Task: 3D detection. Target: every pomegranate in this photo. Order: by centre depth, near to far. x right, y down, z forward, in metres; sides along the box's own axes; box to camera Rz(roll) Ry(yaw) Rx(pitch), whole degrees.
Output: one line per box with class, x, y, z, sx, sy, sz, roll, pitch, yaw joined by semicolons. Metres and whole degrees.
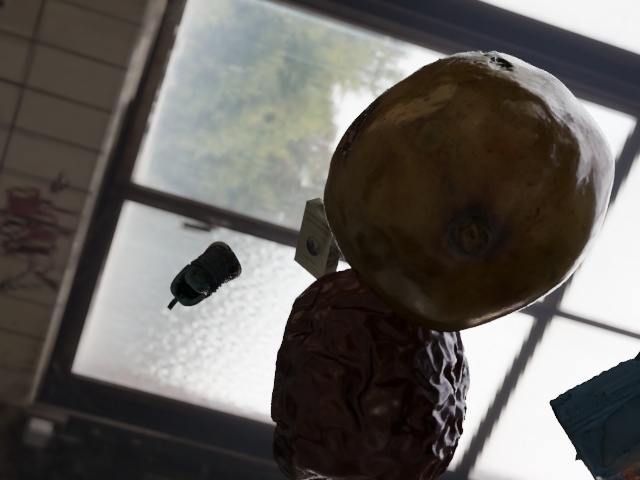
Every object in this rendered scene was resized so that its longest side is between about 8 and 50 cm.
pomegranate;0.132;-0.042;1.186;0.260;0.260;0.260;-164;-90;-79

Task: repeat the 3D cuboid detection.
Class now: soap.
soap;0.309;0.180;1.167;0.156;0.293;0.077;-34;-126;6

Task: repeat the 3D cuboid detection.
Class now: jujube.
jujube;0.054;0.148;1.340;0.213;0.213;0.232;129;-24;-63

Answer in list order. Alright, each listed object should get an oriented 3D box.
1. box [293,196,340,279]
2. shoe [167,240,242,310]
box;0.000;0.000;1.511;0.054;0.024;0.083;38;-50;34
shoe;-0.170;0.052;1.932;0.143;0.064;0.071;-34;-178;41
